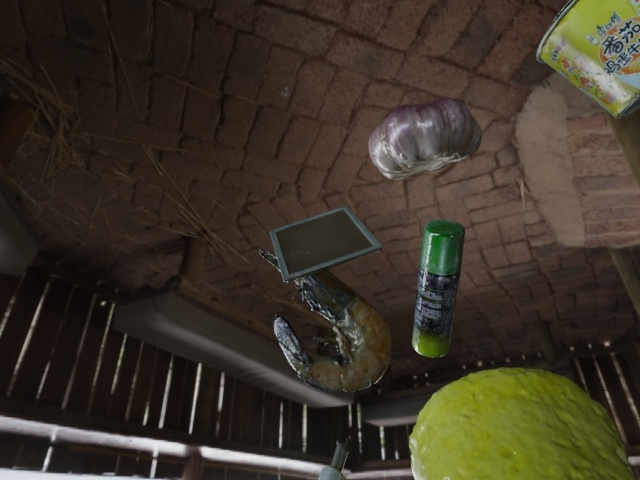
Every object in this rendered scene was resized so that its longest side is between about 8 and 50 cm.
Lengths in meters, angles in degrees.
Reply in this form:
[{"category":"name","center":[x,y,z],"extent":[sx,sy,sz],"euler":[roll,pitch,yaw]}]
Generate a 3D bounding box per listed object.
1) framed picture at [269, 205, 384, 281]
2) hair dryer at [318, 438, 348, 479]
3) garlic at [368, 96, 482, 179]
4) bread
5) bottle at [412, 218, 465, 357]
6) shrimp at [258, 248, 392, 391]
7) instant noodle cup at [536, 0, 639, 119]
[{"category":"framed picture","center":[0.000,0.000,1.046],"extent":[0.231,0.293,0.018],"euler":[-18,115,-5]},{"category":"hair dryer","center":[0.005,0.491,0.725],"extent":[0.173,0.357,0.107],"euler":[-9,120,25]},{"category":"garlic","center":[0.147,-0.153,0.636],"extent":[0.159,0.101,0.147],"euler":[-18,170,37]},{"category":"bread","center":[0.321,0.405,0.644],"extent":[0.349,0.307,0.347],"euler":[1,112,2]},{"category":"bottle","center":[0.270,0.116,0.995],"extent":[0.093,0.093,0.329],"euler":[-1,117,1]},{"category":"shrimp","center":[-0.018,0.188,1.081],"extent":[0.445,0.272,0.085],"euler":[45,149,11]},{"category":"instant noodle cup","center":[0.431,-0.276,0.582],"extent":[0.205,0.153,0.205],"euler":[-32,165,-10]}]
